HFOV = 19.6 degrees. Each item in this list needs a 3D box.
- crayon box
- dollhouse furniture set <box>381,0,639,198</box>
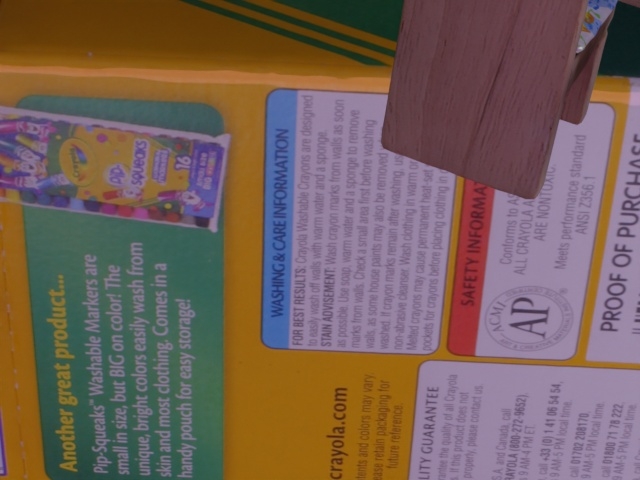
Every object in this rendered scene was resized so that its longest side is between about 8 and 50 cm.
[{"bbox_3d":[0.000,0.000,0.665,0.323,0.083,0.203,2,129,0],"label":"crayon box"},{"bbox_3d":[0.072,-0.139,0.493,0.242,0.212,0.161,21,131,14],"label":"dollhouse furniture set"}]
